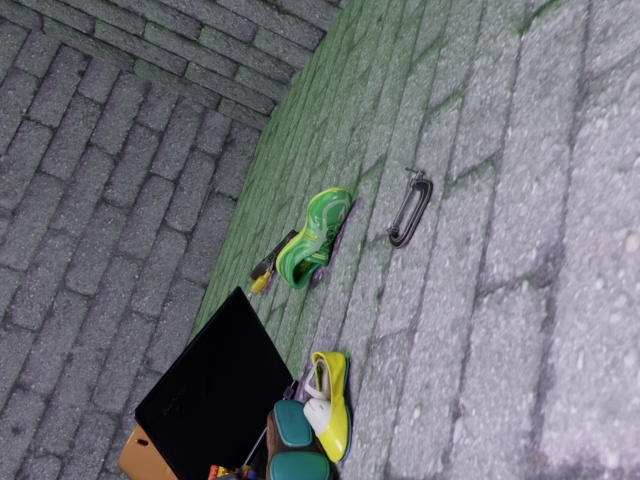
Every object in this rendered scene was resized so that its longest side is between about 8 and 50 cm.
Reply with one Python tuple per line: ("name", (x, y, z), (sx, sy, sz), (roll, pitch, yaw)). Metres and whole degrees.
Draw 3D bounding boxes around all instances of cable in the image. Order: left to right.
("cable", (-0.138, 0.064, 2.180), (0.287, 0.072, 0.139), (-45, 7, 29))

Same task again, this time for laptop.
("laptop", (-0.237, 0.385, 1.429), (0.408, 0.236, 0.382), (-56, -2, 41))

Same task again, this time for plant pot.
("plant pot", (-0.429, 0.593, 1.938), (0.291, 0.203, 0.291), (-61, -3, -6))

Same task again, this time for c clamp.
("c clamp", (0.166, -0.061, 1.296), (0.161, 0.022, 0.137), (-66, 20, -1))

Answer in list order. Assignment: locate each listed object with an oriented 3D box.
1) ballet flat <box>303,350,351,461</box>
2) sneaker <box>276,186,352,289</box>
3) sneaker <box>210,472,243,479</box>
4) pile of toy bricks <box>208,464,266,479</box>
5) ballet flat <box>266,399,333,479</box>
("ballet flat", (0.008, 0.287, 1.224), (0.077, 0.077, 0.231), (-57, 18, 34))
("sneaker", (0.000, 0.000, 1.679), (0.296, 0.109, 0.124), (-58, 40, 26))
("sneaker", (-0.122, 0.500, 1.146), (0.135, 0.276, 0.097), (-31, 18, -12))
("pile of toy bricks", (-0.124, 0.478, 1.260), (0.105, 0.212, 0.118), (0, 65, 25))
("ballet flat", (-0.048, 0.410, 1.216), (0.342, 0.116, 0.124), (-125, 38, -73))
